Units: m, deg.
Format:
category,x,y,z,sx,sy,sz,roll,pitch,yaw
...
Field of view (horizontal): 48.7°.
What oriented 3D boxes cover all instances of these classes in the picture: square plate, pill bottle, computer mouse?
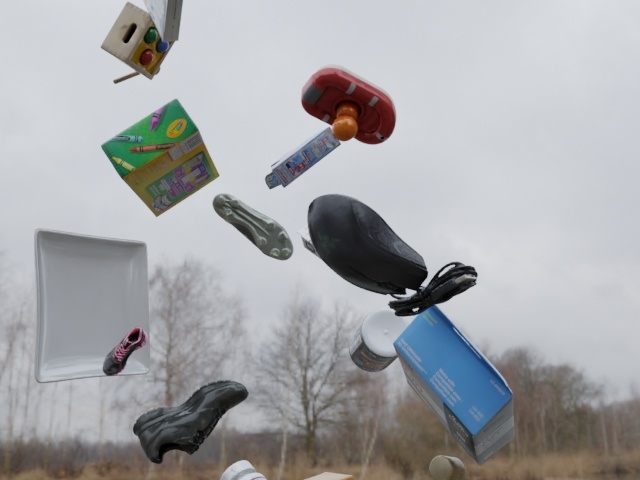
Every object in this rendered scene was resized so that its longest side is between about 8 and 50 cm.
category,x,y,z,sx,sy,sz,roll,pitch,yaw
square plate,-0.553,0.159,1.711,0.049,0.346,0.344,-8,-10,30
pill bottle,-0.176,0.715,1.929,0.121,0.121,0.221,18,18,-50
pill bottle,0.148,0.271,1.861,0.131,0.130,0.245,0,-22,-8
computer mouse,0.088,0.034,1.080,0.272,0.072,0.188,37,-39,-16

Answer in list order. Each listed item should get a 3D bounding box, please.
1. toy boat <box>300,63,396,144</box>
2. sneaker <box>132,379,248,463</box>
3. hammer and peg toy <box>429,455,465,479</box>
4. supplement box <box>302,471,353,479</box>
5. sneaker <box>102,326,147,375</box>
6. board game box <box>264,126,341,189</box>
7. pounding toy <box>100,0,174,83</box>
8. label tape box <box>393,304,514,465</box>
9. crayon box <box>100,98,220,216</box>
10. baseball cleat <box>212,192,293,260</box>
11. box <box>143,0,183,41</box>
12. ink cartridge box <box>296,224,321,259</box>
category,x,y,z,sx,sy,sz,roll,pitch,yaw
toy boat,0.064,-0.288,1.625,0.231,0.151,0.151,24,-38,-18
sneaker,-0.298,0.438,1.696,0.287,0.130,0.109,-27,-37,-7
hammer and peg toy,0.327,0.635,1.442,0.127,0.361,0.265,16,-64,-44
supplement box,-0.004,0.555,1.524,0.080,0.077,0.233,-6,-11,22
sneaker,-0.401,0.222,1.441,0.047,0.119,0.057,34,-28,3
board game box,-0.072,-0.202,1.858,0.194,0.060,0.194,-42,14,-31
pounding toy,-0.428,-0.442,1.717,0.094,0.181,0.206,33,3,17
label tape box,0.265,0.285,1.422,0.115,0.249,0.347,-38,-33,-6
crayon box,-0.306,-0.154,1.399,0.165,0.081,0.278,-34,-11,-7
baseball cleat,-0.142,-0.034,1.526,0.206,0.072,0.109,41,-3,-5
box,-0.314,-0.517,1.412,0.038,0.145,0.186,-13,-31,-27
ink cartridge box,0.000,0.000,1.250,0.048,0.028,0.083,-30,39,-21
